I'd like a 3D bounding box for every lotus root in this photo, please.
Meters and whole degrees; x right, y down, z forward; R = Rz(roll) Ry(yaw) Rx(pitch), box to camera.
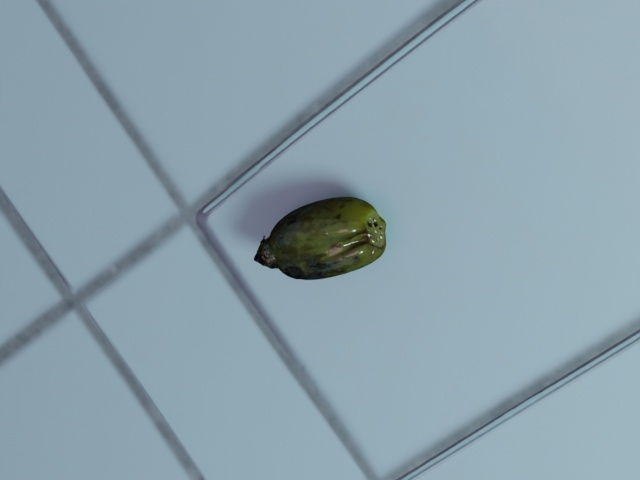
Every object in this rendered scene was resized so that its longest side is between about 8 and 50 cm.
[{"bbox_3d":[0.000,0.000,1.063,0.099,0.049,0.054,-13,105,24],"label":"lotus root"}]
